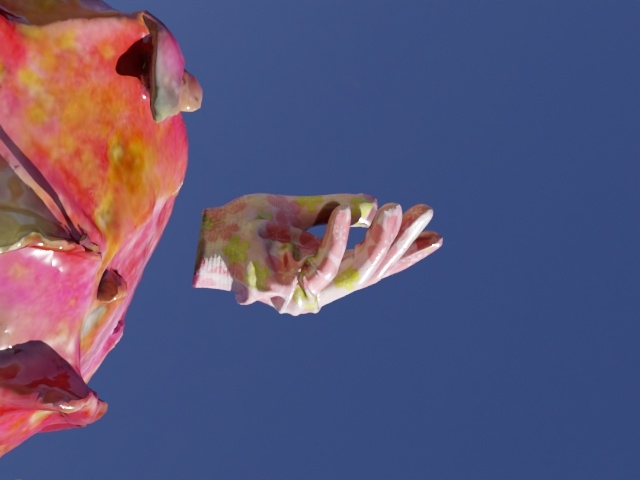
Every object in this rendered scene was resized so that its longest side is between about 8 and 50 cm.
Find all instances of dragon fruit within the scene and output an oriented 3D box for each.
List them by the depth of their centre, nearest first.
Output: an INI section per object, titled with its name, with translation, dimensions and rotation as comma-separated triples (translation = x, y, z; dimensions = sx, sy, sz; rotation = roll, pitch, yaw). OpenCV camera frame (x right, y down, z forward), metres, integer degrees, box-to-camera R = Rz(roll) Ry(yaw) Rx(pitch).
[dragon fruit]
translation = -0.252, 0.012, 0.813
dimensions = 0.386, 0.371, 0.249
rotation = -15, -135, 25

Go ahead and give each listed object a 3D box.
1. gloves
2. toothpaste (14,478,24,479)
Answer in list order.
[gloves]
translation = -0.002, 0.012, 1.620
dimensions = 0.145, 0.241, 0.126
rotation = -138, -124, -84
[toothpaste]
translation = -0.397, 0.327, 1.739
dimensions = 0.216, 0.037, 0.062
rotation = -38, -157, -24
